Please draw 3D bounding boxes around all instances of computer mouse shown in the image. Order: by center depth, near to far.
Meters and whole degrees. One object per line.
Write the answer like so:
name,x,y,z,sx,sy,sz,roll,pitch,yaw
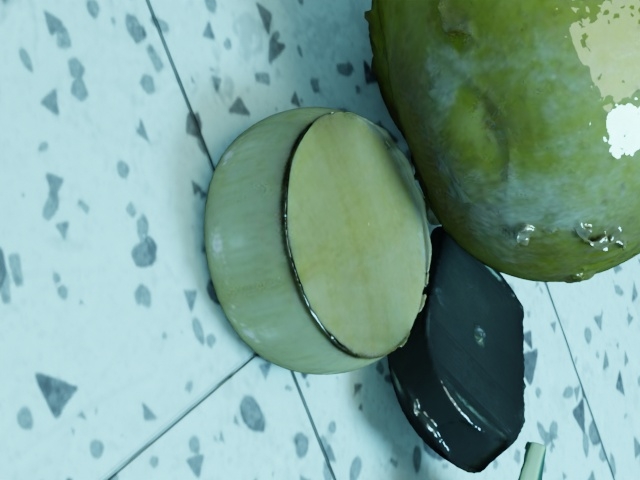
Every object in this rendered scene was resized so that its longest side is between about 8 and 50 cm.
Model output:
computer mouse,0.138,0.120,1.947,0.168,0.087,0.295,46,33,-24

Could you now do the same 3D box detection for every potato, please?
potato,0.199,-0.155,1.865,0.319,0.385,0.442,-41,111,-38

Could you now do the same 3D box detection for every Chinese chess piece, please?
Chinese chess piece,0.000,0.000,1.768,0.257,0.104,0.257,16,70,-51

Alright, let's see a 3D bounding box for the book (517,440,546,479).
book,0.168,0.420,1.844,0.264,0.031,0.379,91,15,-53
